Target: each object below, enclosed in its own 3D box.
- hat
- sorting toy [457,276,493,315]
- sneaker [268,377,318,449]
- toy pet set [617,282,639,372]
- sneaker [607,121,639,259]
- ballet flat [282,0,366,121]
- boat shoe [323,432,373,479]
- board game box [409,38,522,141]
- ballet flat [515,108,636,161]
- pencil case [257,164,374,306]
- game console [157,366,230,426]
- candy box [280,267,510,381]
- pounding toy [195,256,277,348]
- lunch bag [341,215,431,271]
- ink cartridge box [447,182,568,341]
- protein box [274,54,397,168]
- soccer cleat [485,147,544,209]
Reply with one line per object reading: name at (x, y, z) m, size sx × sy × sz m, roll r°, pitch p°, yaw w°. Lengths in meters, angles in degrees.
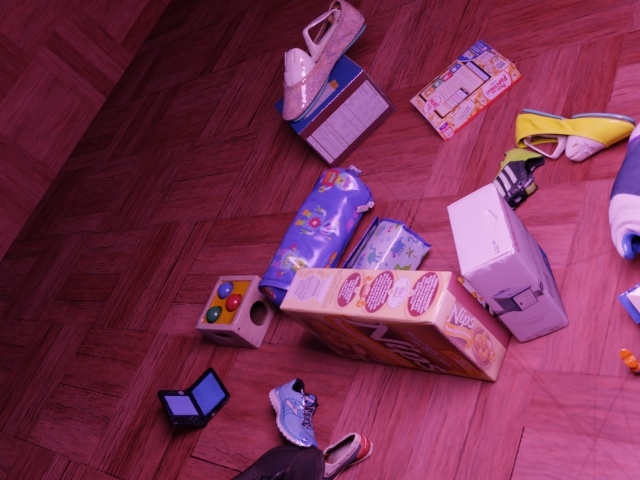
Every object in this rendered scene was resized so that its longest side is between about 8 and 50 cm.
hat at (-0.091, 0.444, 1.022) m, size 0.331 × 0.134 × 0.331 m, roll -33°, pitch 7°, yaw 5°
sorting toy at (0.246, 0.094, 1.107) m, size 0.075 × 0.045 × 0.083 m, roll 8°, pitch 63°, yaw 43°
sneaker at (-0.036, 0.292, 1.199) m, size 0.073 × 0.063 × 0.162 m, roll -40°, pitch 36°, yaw 5°
toy pet set at (0.433, 0.108, 0.899) m, size 0.122 × 0.065 × 0.114 m, roll -38°, pitch 71°, yaw 18°
sneaker at (0.528, -0.052, 0.883) m, size 0.322 × 0.130 × 0.236 m, roll -1°, pitch 61°, yaw 44°
ballet flat at (-0.018, -0.414, 1.578) m, size 0.107 × 0.106 × 0.316 m, roll 10°, pitch 64°, yaw 51°
boat shoe at (0.018, 0.345, 1.105) m, size 0.137 × 0.043 × 0.049 m, roll -37°, pitch 38°, yaw 18°
board game box at (0.292, -0.310, 1.442) m, size 0.193 × 0.045 × 0.147 m, roll -40°, pitch 36°, yaw 12°
ballet flat at (0.414, -0.172, 1.170) m, size 0.231 × 0.077 × 0.077 m, roll 22°, pitch 95°, yaw 56°
pencil case at (0.000, 0.000, 1.393) m, size 0.133 × 0.119 × 0.306 m, roll 18°, pitch 68°, yaw 30°
game console at (-0.256, 0.310, 1.410) m, size 0.122 × 0.107 × 0.071 m, roll 38°, pitch 115°, yaw 56°
candy box at (0.109, 0.125, 1.098) m, size 0.316 × 0.183 × 0.088 m, roll 0°, pitch 57°, yaw 47°
pounding toy at (-0.140, 0.110, 1.455) m, size 0.181 × 0.094 × 0.206 m, roll -4°, pitch 54°, yaw 45°
lunch bag at (0.107, 0.029, 1.280) m, size 0.129 × 0.096 × 0.151 m, roll -55°, pitch 21°, yaw -6°
ink cartridge box at (0.269, 0.034, 1.009) m, size 0.082 × 0.190 × 0.140 m, roll -29°, pitch 39°, yaw 25°
protein box at (0.031, -0.312, 1.642) m, size 0.201 × 0.136 × 0.200 m, roll -43°, pitch 35°, yaw 6°
soccer cleat at (0.320, -0.082, 1.186) m, size 0.072 × 0.060 × 0.179 m, roll 14°, pitch 66°, yaw 38°
